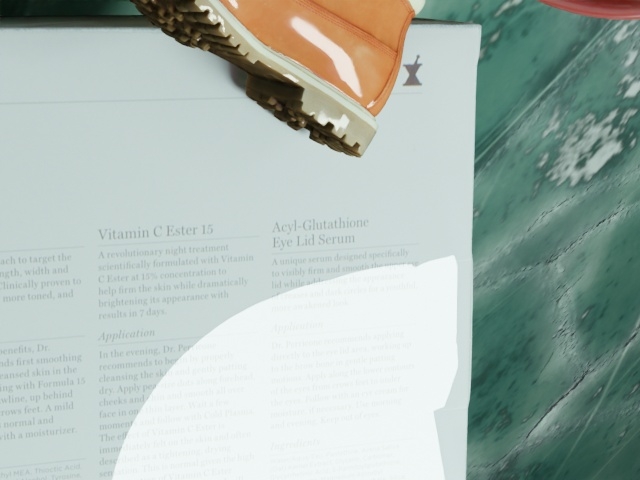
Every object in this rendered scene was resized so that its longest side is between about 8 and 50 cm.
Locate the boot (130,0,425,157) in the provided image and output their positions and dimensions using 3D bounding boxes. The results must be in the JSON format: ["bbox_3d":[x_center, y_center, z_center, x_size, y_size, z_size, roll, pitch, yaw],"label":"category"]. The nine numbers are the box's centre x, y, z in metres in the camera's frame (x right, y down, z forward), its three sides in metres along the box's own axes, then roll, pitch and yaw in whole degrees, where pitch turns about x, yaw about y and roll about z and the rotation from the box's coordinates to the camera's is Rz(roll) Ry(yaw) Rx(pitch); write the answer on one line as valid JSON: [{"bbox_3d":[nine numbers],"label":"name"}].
[{"bbox_3d":[-0.020,-0.106,0.801,0.158,0.059,0.084,34,83,-42],"label":"boot"}]

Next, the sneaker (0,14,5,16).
[{"bbox_3d":[-0.135,-0.021,1.016,0.319,0.208,0.127,33,84,-29],"label":"sneaker"}]

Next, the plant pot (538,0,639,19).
[{"bbox_3d":[0.183,-0.281,0.979,0.243,0.275,0.275,-38,155,-37],"label":"plant pot"}]

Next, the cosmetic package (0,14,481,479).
[{"bbox_3d":[-0.115,0.045,0.865,0.377,0.097,0.284,-3,102,-27],"label":"cosmetic package"}]
